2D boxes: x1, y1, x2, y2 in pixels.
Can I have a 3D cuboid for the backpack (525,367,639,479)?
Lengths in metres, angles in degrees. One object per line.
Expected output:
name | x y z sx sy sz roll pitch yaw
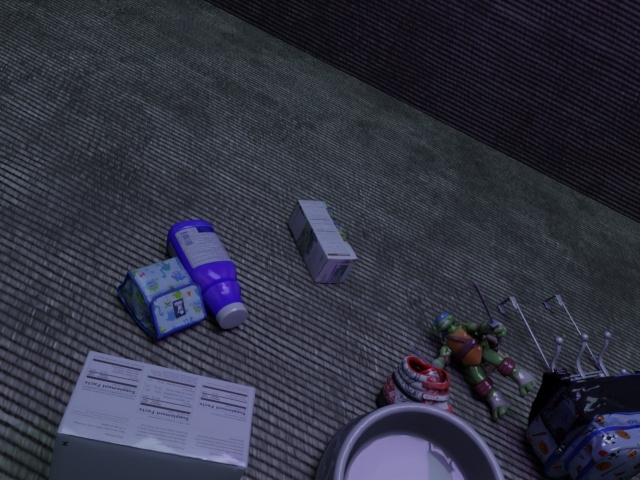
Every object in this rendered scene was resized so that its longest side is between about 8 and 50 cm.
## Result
backpack | 0.597 0.420 1.230 0.277 0.263 0.213 6 47 -16

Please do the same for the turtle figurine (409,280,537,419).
turtle figurine | 0.356 0.281 1.316 0.198 0.274 0.266 -40 73 -13

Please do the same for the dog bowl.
dog bowl | 0.165 0.446 0.980 0.349 0.102 0.348 5 55 -7

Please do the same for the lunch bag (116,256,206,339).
lunch bag | -0.326 0.123 1.176 0.129 0.096 0.151 -20 70 -48

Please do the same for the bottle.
bottle | -0.253 0.073 1.277 0.118 0.092 0.282 -10 49 -35

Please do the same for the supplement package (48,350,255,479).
supplement package | -0.260 0.316 0.872 0.262 0.204 0.145 17 36 -13

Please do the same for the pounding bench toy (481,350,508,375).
pounding bench toy | 0.444 0.298 1.465 0.083 0.052 0.065 -17 53 -44

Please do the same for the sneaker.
sneaker | 0.239 0.359 1.149 0.090 0.144 0.270 0 35 -45

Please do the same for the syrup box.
syrup box | 0.000 0.000 1.526 0.097 0.093 0.236 1 42 -31

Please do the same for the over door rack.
over door rack | 0.700 0.270 1.615 0.240 0.108 0.324 2 42 -31
